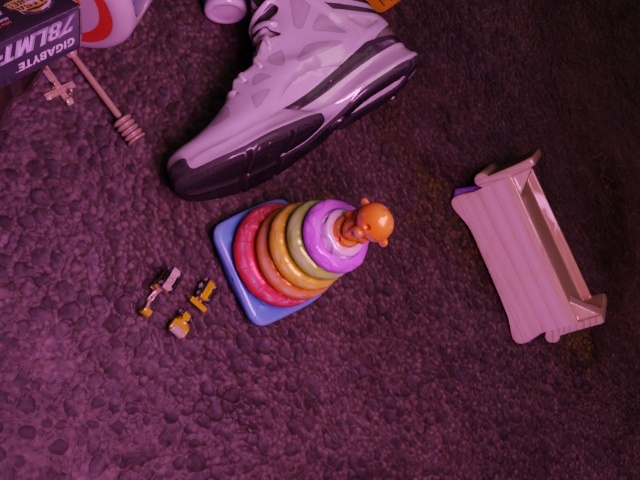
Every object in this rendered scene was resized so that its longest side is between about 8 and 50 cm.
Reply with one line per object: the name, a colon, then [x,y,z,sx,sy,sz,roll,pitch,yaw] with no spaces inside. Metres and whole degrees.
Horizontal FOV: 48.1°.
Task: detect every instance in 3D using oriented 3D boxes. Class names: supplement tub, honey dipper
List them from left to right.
honey dipper: [-0.310,-0.206,1.014,0.160,0.030,0.030,52,53,-8]
supplement tub: [-0.154,-0.413,1.157,0.071,0.071,0.107,6,73,-35]

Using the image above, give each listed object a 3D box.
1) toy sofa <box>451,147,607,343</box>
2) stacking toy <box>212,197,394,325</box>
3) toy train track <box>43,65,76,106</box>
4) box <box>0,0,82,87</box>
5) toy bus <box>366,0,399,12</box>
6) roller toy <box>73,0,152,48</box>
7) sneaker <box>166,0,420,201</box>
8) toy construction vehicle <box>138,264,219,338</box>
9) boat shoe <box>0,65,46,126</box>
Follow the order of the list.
toy sofa: [0.416,0.013,1.429,0.362,0.177,0.150,64,27,-4]
stacking toy: [0.000,0.000,1.006,0.166,0.302,0.175,-26,92,-38]
toy train track: [-0.366,-0.223,0.983,0.048,0.014,0.083,-42,102,-37]
box: [-0.479,-0.259,0.796,0.293,0.073,0.295,37,53,10]
toy bus: [0.042,-0.579,1.311,0.333,0.130,0.108,44,56,-19]
roller toy: [-0.318,-0.358,0.944,0.209,0.191,0.146,34,60,-25]
sneaker: [-0.087,-0.256,1.110,0.448,0.169,0.257,-34,82,-21]
toy construction vehicle: [-0.201,0.082,1.011,0.086,0.035,0.098,44,58,-31]
boat shoe: [-0.442,-0.175,0.867,0.105,0.110,0.307,26,54,-6]
